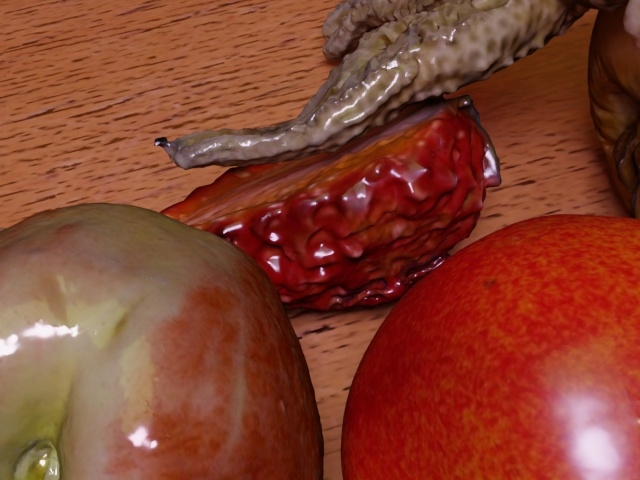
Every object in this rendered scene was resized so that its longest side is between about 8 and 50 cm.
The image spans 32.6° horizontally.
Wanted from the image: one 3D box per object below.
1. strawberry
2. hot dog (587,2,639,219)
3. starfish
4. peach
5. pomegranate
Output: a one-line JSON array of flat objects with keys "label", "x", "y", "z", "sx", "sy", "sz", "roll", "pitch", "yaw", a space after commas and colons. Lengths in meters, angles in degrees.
[{"label": "strawberry", "x": 0.000, "y": 0.000, "z": 0.666, "sx": 0.236, "sy": 0.111, "sz": 0.190, "roll": -24, "pitch": 16, "yaw": -3}, {"label": "hot dog", "x": 0.340, "y": -0.038, "z": 0.603, "sx": 0.405, "sy": 0.185, "sz": 0.223, "roll": 12, "pitch": 47, "yaw": 18}, {"label": "starfish", "x": 0.084, "y": -0.131, "z": 0.622, "sx": 0.432, "sy": 0.082, "sz": 0.324, "roll": -17, "pitch": 23, "yaw": 44}, {"label": "peach", "x": -0.108, "y": 0.093, "z": 0.531, "sx": 0.232, "sy": 0.257, "sz": 0.232, "roll": 0, "pitch": 88, "yaw": 2}, {"label": "pomegranate", "x": 0.127, "y": 0.113, "z": 0.483, "sx": 0.220, "sy": 0.221, "sz": 0.257, "roll": -16, "pitch": 73, "yaw": -8}]
